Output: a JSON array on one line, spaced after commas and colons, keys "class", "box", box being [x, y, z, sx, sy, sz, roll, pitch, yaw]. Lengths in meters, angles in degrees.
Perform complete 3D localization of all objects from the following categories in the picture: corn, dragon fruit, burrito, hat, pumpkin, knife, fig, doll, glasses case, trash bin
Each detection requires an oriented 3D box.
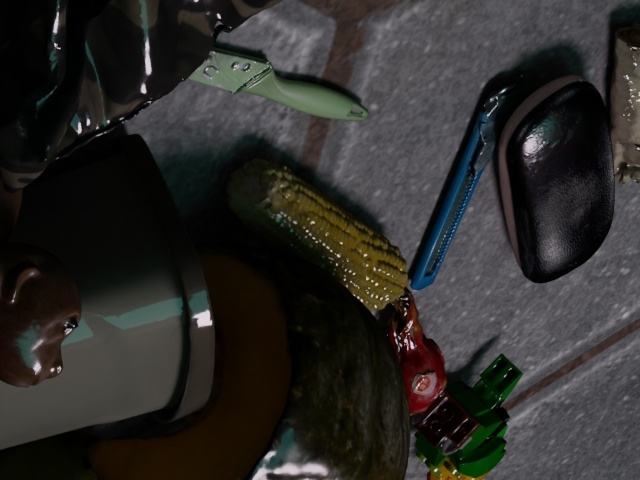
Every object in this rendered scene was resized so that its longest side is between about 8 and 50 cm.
[{"class": "corn", "box": [0.000, 0.000, 1.822, 0.086, 0.086, 0.288, -42, 143, 9]}, {"class": "dragon fruit", "box": [0.092, 0.126, 2.038, 0.094, 0.094, 0.190, -24, 138, -17]}, {"class": "burrito", "box": [0.342, -0.147, 1.953, 0.087, 0.060, 0.226, -20, 141, -14]}, {"class": "hat", "box": [-0.165, -0.252, 1.365, 0.366, 0.257, 0.381, -36, 115, -46]}, {"class": "pumpkin", "box": [-0.053, 0.165, 1.727, 0.225, 0.256, 0.303, 26, 80, -49]}, {"class": "knife", "box": [0.152, -0.056, 1.930, 0.044, 0.026, 0.296, -21, 143, -40]}, {"class": "knife", "box": [-0.054, -0.146, 1.661, 0.293, 0.020, 0.043, 11, 126, -45]}, {"class": "fig", "box": [-0.252, 0.294, 1.824, 0.207, 0.230, 0.207, -1, 96, -12]}, {"class": "doll", "box": [0.175, 0.234, 2.213, 0.134, 0.106, 0.186, -33, 146, -23]}, {"class": "glasses case", "box": [0.252, -0.059, 1.961, 0.122, 0.075, 0.314, -34, 147, -10]}, {"class": "trash bin", "box": [-0.241, 0.062, 1.591, 0.250, 0.220, 0.219, -17, 139, -13]}]

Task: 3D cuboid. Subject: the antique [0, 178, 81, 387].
[{"class": "antique", "box": [-0.280, 0.002, 1.443, 0.143, 0.257, 0.121, -26, 154, -18]}]
